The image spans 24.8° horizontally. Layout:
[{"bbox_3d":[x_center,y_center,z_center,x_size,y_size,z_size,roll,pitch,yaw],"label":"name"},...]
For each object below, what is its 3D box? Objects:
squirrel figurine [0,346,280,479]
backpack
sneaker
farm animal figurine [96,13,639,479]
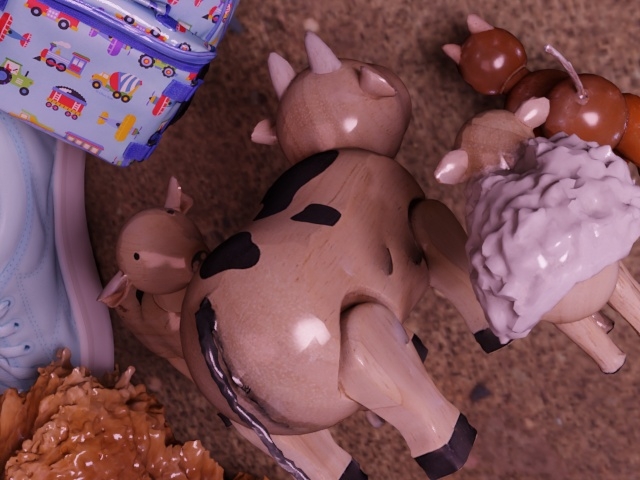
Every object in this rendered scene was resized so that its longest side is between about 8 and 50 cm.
[{"bbox_3d":[-0.167,0.266,0.883,0.370,0.397,0.281,9,127,-2],"label":"squirrel figurine"},{"bbox_3d":[-0.117,-0.151,0.835,0.158,0.117,0.173,30,121,-21],"label":"backpack"},{"bbox_3d":[-0.238,0.020,0.984,0.135,0.150,0.366,11,118,27],"label":"sneaker"},{"bbox_3d":[0.000,0.000,0.735,0.330,0.327,0.172,-34,105,20],"label":"farm animal figurine"}]
